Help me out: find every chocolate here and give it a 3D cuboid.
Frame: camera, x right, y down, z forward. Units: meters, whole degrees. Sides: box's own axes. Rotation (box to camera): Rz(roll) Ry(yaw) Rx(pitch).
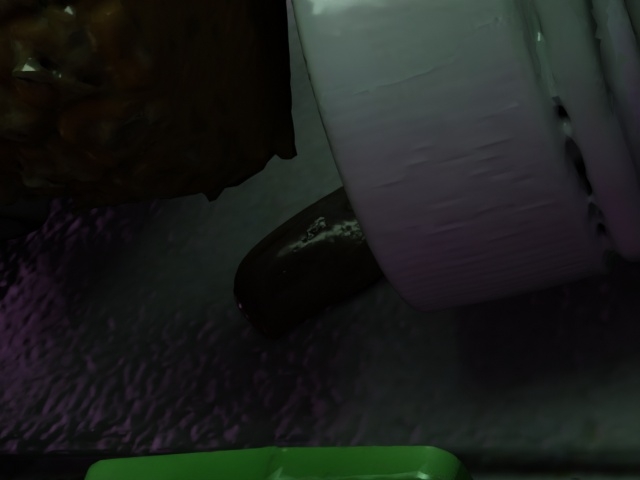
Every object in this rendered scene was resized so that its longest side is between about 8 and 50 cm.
[{"bbox_3d":[0.000,0.000,0.841,0.100,0.031,0.064,-30,34,-2],"label":"chocolate"}]

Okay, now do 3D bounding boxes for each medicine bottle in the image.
[{"bbox_3d":[0.157,-0.102,0.696,0.302,0.241,0.241,-16,40,14],"label":"medicine bottle"}]

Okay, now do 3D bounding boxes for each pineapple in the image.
[{"bbox_3d":[-0.193,-0.114,0.686,0.362,0.202,0.202,3,46,18],"label":"pineapple"}]

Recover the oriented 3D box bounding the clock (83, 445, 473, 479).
[{"bbox_3d":[-0.007,0.214,0.417,0.106,0.220,0.255,-6,43,28],"label":"clock"}]

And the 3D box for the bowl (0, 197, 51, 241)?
[{"bbox_3d":[-0.220,-0.080,0.910,0.337,0.337,0.157,-7,83,23],"label":"bowl"}]
